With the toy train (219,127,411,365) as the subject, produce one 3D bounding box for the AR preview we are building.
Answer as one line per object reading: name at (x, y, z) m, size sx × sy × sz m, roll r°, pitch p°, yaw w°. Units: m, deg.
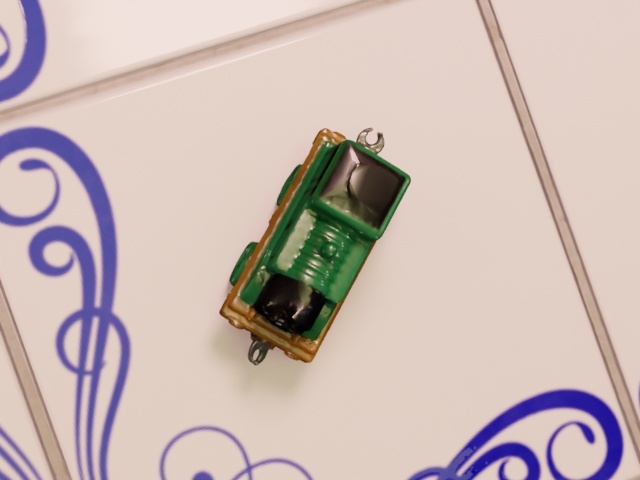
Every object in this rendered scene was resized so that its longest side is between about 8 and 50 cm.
toy train at (0.000, 0.000, 0.973) m, size 0.091 × 0.136 × 0.227 m, roll 31°, pitch 77°, yaw -9°
